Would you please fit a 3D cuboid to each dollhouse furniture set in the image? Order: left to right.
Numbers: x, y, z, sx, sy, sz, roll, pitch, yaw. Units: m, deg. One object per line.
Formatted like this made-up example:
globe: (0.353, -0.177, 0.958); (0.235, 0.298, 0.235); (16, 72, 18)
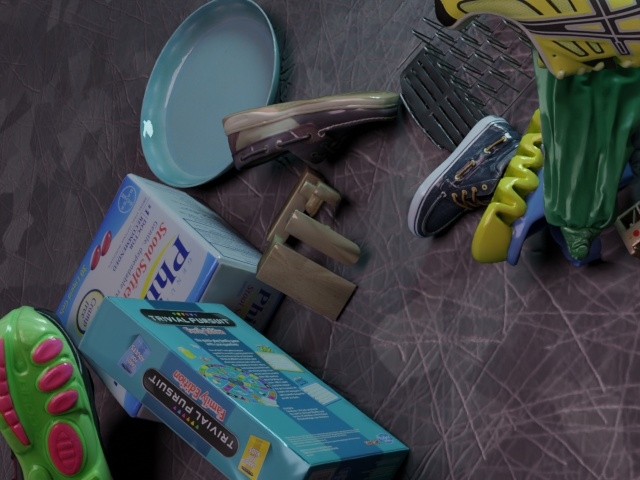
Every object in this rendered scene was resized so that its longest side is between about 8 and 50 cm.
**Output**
dollhouse furniture set: (0.000, 0.000, 1.672); (0.144, 0.123, 0.151); (-58, 10, 12)

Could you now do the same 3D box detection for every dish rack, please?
dish rack: (0.201, -0.252, 1.531); (0.271, 0.074, 0.208); (-49, 46, 21)

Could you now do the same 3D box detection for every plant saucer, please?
plant saucer: (-0.170, -0.230, 1.914); (0.318, 0.044, 0.317); (-18, 63, 39)

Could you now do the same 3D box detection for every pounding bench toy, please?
pounding bench toy: (0.365, -0.005, 1.292); (0.065, 0.052, 0.083); (-40, 51, 27)

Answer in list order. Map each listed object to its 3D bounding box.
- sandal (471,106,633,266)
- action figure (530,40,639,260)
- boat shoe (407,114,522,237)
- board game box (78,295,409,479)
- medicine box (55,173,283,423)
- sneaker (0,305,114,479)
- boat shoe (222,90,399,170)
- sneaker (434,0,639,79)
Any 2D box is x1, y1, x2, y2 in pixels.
sandal: (0.293, -0.096, 1.371); (0.138, 0.126, 0.317); (25, 86, 10)
action figure: (0.279, -0.093, 1.281); (0.137, 0.063, 0.232); (6, 79, 2)
boat shoe: (0.183, -0.063, 1.484); (0.183, 0.065, 0.083); (-54, 44, 15)
board game box: (-0.089, 0.193, 1.459); (0.336, 0.254, 0.079); (35, 102, 27)
medicine box: (-0.224, 0.088, 1.775); (0.289, 0.149, 0.263); (39, 104, 46)
sneaker: (-0.377, 0.318, 1.773); (0.202, 0.185, 0.482); (-98, 5, -74)
boat shoe: (-0.012, -0.152, 1.696); (0.285, 0.103, 0.092); (-6, 95, 32)
sneaker: (0.298, -0.225, 1.223); (0.385, 0.145, 0.147); (24, 107, 7)
